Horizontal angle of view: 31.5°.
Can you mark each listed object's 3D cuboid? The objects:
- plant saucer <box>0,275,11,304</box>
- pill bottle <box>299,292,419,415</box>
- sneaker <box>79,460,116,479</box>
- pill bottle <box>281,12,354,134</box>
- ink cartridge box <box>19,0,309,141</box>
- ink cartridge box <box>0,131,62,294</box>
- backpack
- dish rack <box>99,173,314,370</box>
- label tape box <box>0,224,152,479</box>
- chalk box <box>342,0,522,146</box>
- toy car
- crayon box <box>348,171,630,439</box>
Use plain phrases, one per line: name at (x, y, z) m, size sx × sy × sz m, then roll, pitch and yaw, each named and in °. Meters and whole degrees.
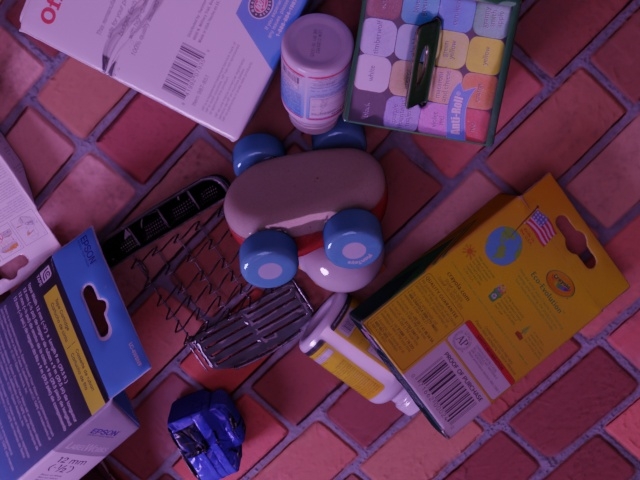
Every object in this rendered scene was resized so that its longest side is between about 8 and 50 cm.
plant saucer at (-0.547, 0.106, 1.659) m, size 0.199 × 0.036 × 0.198 m, roll 2°, pitch 110°, yaw 6°
pill bottle at (0.070, 0.160, 1.568) m, size 0.184 × 0.103 × 0.103 m, roll 37°, pitch 109°, yaw -6°
sneaker at (-0.337, 0.419, 1.673) m, size 0.106 × 0.162 × 0.281 m, roll -36°, pitch 101°, yaw 17°
pill bottle at (-0.006, -0.198, 1.393) m, size 0.087 × 0.160 × 0.087 m, roll 1°, pitch 65°, yaw -2°
ink cartridge box at (-0.184, -0.301, 1.425) m, size 0.307 × 0.129 × 0.223 m, roll 27°, pitch 110°, yaw -3°
ink cartridge box at (-0.480, -0.038, 1.590) m, size 0.181 × 0.056 × 0.224 m, roll -29°, pitch 105°, yaw 13°
backpack at (-0.157, 0.286, 1.642) m, size 0.101 × 0.098 × 0.120 m, roll -22°, pitch 104°, yaw 10°
dish rack at (-0.148, 0.056, 1.574) m, size 0.208 × 0.074 × 0.271 m, roll -30°, pitch 103°, yaw 16°
label tape box at (-0.361, 0.186, 1.556) m, size 0.348 × 0.115 × 0.249 m, roll -40°, pitch 58°, yaw 16°
chalk box at (0.132, -0.224, 1.329) m, size 0.179 × 0.289 × 0.180 m, roll 10°, pitch 110°, yaw 3°
toy car at (0.000, 0.000, 1.498) m, size 0.210 × 0.219 × 0.238 m, roll -14°, pitch 136°, yaw 6°
crayon box at (0.224, 0.081, 1.497) m, size 0.318 × 0.081 × 0.202 m, roll -38°, pitch 101°, yaw -6°
